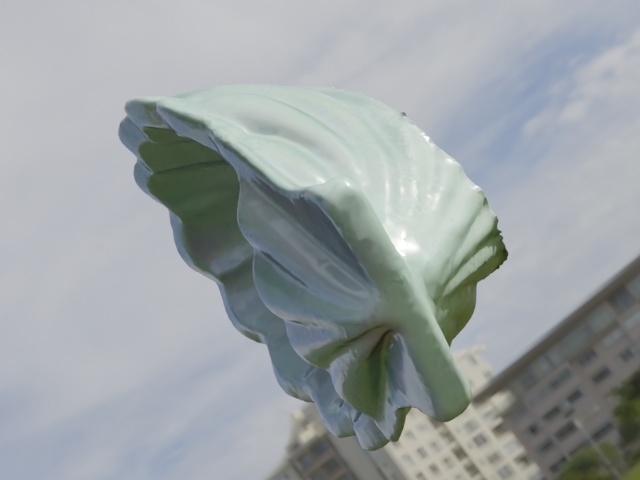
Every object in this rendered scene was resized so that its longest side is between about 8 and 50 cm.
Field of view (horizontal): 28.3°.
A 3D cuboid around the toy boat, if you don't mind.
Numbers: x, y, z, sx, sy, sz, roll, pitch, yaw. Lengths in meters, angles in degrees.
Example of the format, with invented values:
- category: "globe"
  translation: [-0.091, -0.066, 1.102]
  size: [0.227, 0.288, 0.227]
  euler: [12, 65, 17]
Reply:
- category: "toy boat"
  translation: [0.000, 0.000, 0.598]
  size: [0.100, 0.199, 0.290]
  euler: [-36, 17, -12]
